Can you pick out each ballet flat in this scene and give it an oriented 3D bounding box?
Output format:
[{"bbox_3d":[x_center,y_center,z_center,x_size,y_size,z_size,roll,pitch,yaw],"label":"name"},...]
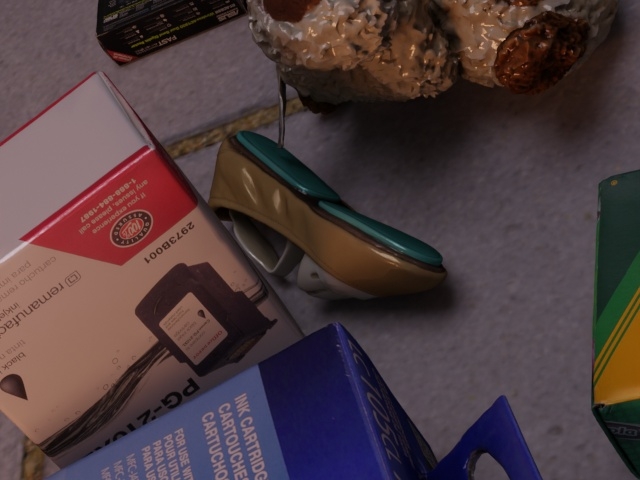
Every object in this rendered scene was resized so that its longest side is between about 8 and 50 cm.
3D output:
[{"bbox_3d":[0.000,0.000,1.298,0.232,0.080,0.073,37,105,50],"label":"ballet flat"}]

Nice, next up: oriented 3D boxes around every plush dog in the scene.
[{"bbox_3d":[0.086,-0.161,1.317,0.225,0.211,0.262,1,45,11],"label":"plush dog"}]

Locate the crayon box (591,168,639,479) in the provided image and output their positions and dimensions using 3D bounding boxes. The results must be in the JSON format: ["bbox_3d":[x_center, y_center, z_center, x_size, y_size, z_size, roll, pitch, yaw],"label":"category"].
[{"bbox_3d":[0.290,0.022,1.058,0.278,0.081,0.165,-13,46,24],"label":"crayon box"}]

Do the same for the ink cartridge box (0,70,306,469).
[{"bbox_3d":[-0.128,0.042,1.207,0.172,0.237,0.100,-37,44,-1],"label":"ink cartridge box"}]

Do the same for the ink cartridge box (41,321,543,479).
[{"bbox_3d":[-0.046,0.229,1.050,0.395,0.151,0.270,-28,42,7],"label":"ink cartridge box"}]

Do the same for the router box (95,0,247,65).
[{"bbox_3d":[-0.119,-0.201,1.573,0.122,0.038,0.092,-20,44,17],"label":"router box"}]
